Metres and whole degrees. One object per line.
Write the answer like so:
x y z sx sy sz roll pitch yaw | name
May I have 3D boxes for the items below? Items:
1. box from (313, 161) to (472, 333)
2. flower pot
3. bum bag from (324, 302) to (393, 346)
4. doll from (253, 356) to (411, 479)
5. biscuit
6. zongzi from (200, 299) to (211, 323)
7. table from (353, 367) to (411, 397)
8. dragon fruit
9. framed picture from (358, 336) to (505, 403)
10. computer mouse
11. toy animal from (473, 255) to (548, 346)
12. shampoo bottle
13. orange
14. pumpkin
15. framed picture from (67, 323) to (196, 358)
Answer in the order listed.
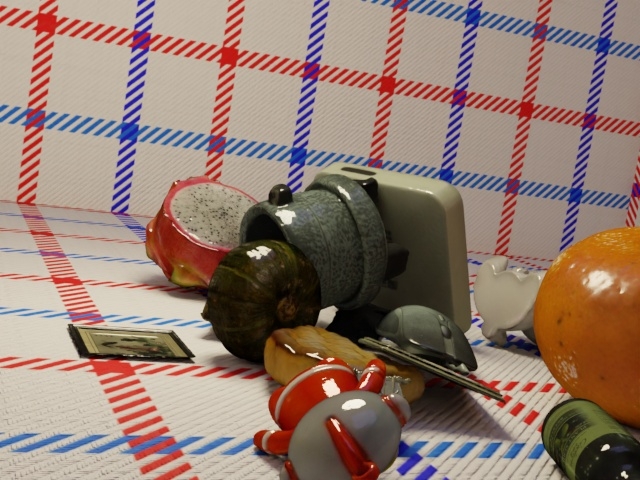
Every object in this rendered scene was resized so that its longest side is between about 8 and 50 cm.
0.158 0.025 2.058 0.367 0.373 0.090 16 35 40 | box
0.000 0.000 1.907 0.282 0.299 0.299 -14 17 -29 | flower pot
0.083 0.173 1.973 0.123 0.060 0.248 13 9 8 | bum bag
0.020 0.228 1.143 0.199 0.105 0.336 -31 12 -7 | doll
0.016 0.205 1.487 0.213 0.091 0.274 8 8 -32 | biscuit
-0.130 0.160 1.819 0.187 0.084 0.184 20 -13 3 | zongzi
0.079 0.232 1.315 0.083 0.062 0.079 10 51 1 | table
-0.266 0.017 2.194 0.305 0.226 0.305 19 34 -14 | dragon fruit
0.176 0.208 1.546 0.217 0.017 0.274 23 -5 -5 | framed picture
0.218 0.184 1.762 0.167 0.090 0.379 21 2 -14 | computer mouse
0.502 0.162 2.132 0.265 0.206 0.271 19 -1 -33 | toy animal
0.368 0.288 1.199 0.101 0.101 0.284 8 7 -4 | shampoo bottle
0.588 0.158 1.643 0.424 0.326 0.424 -3 21 1 | orange
-0.099 0.104 1.637 0.223 0.224 0.157 3 5 -41 | pumpkin
-0.330 0.176 1.618 0.195 0.010 0.199 6 7 -22 | framed picture
